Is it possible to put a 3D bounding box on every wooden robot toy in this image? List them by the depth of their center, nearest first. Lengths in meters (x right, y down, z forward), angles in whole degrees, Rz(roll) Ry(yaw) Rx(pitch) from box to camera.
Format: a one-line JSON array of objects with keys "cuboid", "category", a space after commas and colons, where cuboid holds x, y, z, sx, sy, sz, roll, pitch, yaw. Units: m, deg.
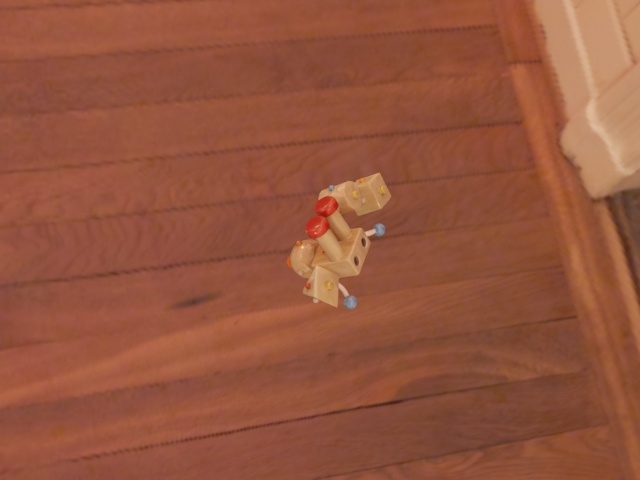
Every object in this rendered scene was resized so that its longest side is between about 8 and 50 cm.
[{"cuboid": [0.000, 0.000, 0.958, 0.076, 0.079, 0.173, 52, 42, -28], "category": "wooden robot toy"}]
